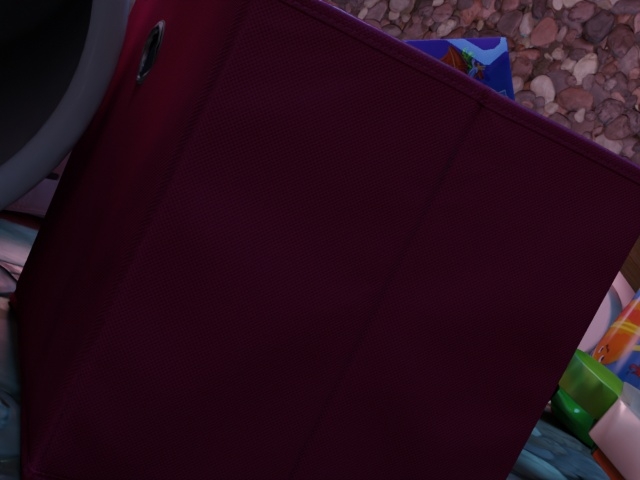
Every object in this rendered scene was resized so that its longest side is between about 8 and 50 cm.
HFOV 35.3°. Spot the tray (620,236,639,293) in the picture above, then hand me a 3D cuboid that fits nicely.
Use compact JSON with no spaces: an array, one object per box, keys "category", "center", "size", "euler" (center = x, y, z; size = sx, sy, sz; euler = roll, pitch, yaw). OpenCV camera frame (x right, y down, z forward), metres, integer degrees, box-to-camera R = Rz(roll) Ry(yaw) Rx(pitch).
[{"category":"tray","center":[0.541,0.108,1.404],"size":[0.411,0.076,0.203],"euler":[53,28,-4]}]

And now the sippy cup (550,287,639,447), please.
[{"category":"sippy cup","center":[0.408,0.143,1.105],"size":[0.240,0.224,0.305],"euler":[34,11,39]}]

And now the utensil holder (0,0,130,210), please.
[{"category":"utensil holder","center":[-0.296,-0.219,0.675],"size":[0.328,0.327,0.385],"euler":[23,19,-21]}]

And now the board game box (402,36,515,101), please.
[{"category":"board game box","center":[-0.004,-0.113,1.020],"size":[0.347,0.078,0.233],"euler":[-3,-16,-5]}]

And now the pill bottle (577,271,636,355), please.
[{"category":"pill bottle","center":[0.421,0.121,1.461],"size":[0.169,0.169,0.302],"euler":[33,11,39]}]

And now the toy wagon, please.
[{"category":"toy wagon","center":[0.306,0.194,0.807],"size":[0.344,0.068,0.267],"euler":[41,12,14]}]

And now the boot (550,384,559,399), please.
[{"category":"boot","center":[0.123,0.019,0.992],"size":[0.260,0.131,0.348],"euler":[49,11,-2]}]

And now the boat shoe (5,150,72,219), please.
[{"category":"boat shoe","center":[-0.199,-0.053,0.911],"size":[0.302,0.109,0.094],"euler":[19,9,-24]}]

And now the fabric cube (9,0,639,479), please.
[{"category":"fabric cube","center":[-0.015,0.003,0.597],"size":[0.259,0.258,0.254],"euler":[22,10,-24]}]
